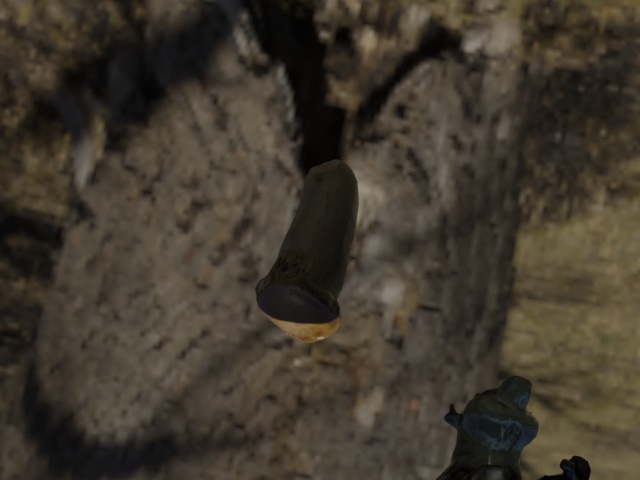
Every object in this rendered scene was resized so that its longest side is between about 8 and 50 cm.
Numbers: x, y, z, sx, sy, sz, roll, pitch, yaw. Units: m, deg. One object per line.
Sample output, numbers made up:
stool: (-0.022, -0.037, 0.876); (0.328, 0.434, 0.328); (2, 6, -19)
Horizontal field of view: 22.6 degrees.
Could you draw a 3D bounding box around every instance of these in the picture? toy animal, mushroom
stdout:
toy animal: (0.117, 0.204, 1.087); (0.094, 0.225, 0.121); (3, 175, -23)
mushroom: (0.000, 0.000, 1.431); (0.071, 0.209, 0.084); (-23, 123, 34)
